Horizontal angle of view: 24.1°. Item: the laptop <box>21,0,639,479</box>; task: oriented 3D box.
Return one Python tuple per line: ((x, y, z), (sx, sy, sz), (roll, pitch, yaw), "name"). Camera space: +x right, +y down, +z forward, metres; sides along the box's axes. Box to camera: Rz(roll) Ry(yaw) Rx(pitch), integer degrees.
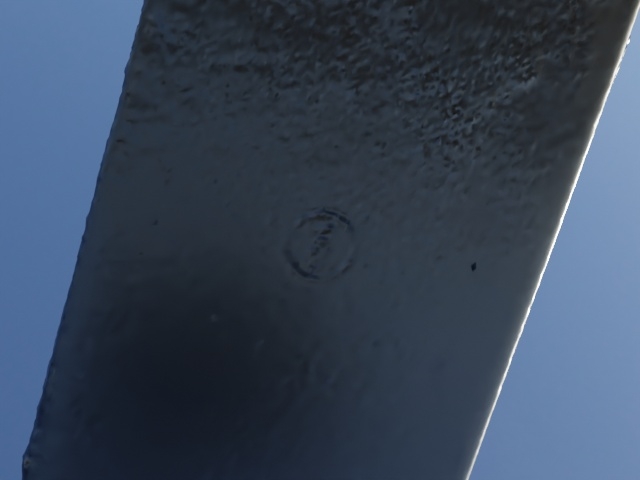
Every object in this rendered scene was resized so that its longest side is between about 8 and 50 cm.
((0.000, 0.000, 0.425), (0.135, 0.197, 0.016), (13, -162, -15), "laptop")
